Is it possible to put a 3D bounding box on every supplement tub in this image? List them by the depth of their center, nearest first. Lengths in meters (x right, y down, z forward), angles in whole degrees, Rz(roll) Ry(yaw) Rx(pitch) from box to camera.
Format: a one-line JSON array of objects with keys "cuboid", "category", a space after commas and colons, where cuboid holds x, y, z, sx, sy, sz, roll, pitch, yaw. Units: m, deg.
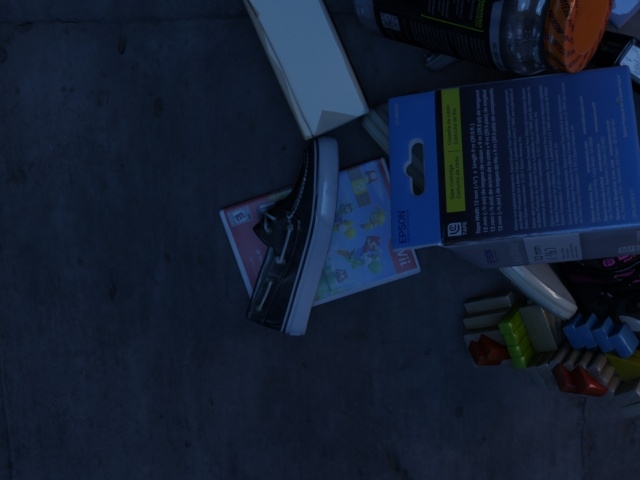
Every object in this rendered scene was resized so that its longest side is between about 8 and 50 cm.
[{"cuboid": [0.229, -0.358, 1.624, 0.338, 0.207, 0.207, 22, 105, 28], "category": "supplement tub"}]

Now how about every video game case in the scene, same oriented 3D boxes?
[{"cuboid": [0.000, 0.000, 1.869, 0.285, 0.025, 0.204, -18, 102, 4], "category": "video game case"}]

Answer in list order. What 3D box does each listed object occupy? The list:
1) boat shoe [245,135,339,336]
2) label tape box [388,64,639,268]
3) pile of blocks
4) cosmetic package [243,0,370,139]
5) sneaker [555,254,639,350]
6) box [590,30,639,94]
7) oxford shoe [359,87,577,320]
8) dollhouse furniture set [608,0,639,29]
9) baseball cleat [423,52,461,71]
[{"cuboid": [-0.048, -0.006, 1.792, 0.119, 0.121, 0.335, 10, 105, -6], "category": "boat shoe"}, {"cuboid": [0.278, -0.096, 1.619, 0.347, 0.115, 0.249, -7, 66, 15], "category": "label tape box"}, {"cuboid": [0.380, 0.175, 1.785, 0.362, 0.112, 0.149, 13, 120, 25], "category": "pile of blocks"}, {"cuboid": [-0.034, -0.322, 1.726, 0.113, 0.160, 0.310, -24, 101, 6], "category": "cosmetic package"}, {"cuboid": [0.453, 0.027, 1.779, 0.185, 0.202, 0.483, -40, 99, 10], "category": "sneaker"}, {"cuboid": [0.528, -0.230, 1.728, 0.232, 0.183, 0.059, 33, 102, -8], "category": "box"}, {"cuboid": [0.247, -0.064, 1.749, 0.130, 0.169, 0.449, -41, 80, 2], "category": "oxford shoe"}, {"cuboid": [0.504, -0.411, 1.667, 0.286, 0.198, 0.303, 42, 106, -16], "category": "dollhouse furniture set"}, {"cuboid": [0.267, -0.306, 1.772, 0.206, 0.072, 0.109, -35, 107, 12], "category": "baseball cleat"}]
